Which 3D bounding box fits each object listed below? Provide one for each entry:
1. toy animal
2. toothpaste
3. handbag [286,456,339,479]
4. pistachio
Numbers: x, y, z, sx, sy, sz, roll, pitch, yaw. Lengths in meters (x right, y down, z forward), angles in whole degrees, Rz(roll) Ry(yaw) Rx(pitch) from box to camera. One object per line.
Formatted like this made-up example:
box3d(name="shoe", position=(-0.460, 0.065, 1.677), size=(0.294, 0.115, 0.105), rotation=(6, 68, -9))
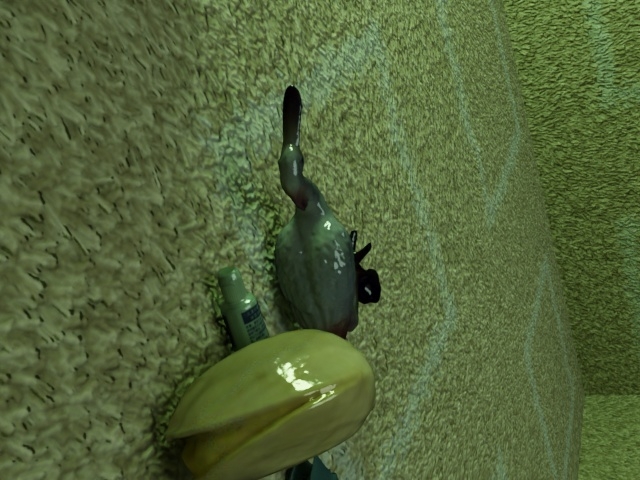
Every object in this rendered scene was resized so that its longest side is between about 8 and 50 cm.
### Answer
box3d(name="toy animal", position=(-0.006, 0.010, 0.776), size=(0.324, 0.090, 0.195), rotation=(61, 27, -51))
box3d(name="toothpaste", position=(-0.064, 0.124, 0.695), size=(0.062, 0.037, 0.216), rotation=(-43, 125, -47))
box3d(name="handbag", position=(0.018, 0.351, 0.783), size=(0.221, 0.057, 0.144), rotation=(53, 32, -41))
box3d(name="pistachio", position=(-0.038, 0.143, 0.611), size=(0.200, 0.145, 0.117), rotation=(-10, 69, -39))
